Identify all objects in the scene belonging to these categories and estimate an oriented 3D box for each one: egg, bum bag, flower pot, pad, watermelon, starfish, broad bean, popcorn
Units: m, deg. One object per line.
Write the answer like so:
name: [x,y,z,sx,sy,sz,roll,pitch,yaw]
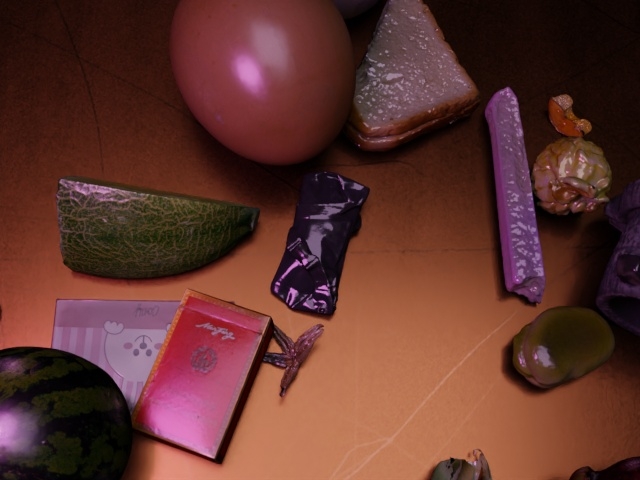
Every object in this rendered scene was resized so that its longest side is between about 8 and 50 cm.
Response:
egg: [-0.094,-0.301,1.461,0.301,0.301,0.374,-25,64,-12]
bum bag: [0.000,0.000,1.486,0.123,0.060,0.248,15,70,1]
flower pot: [0.590,0.011,1.416,0.299,0.299,0.283,26,79,6]
pad: [-0.292,0.192,1.425,0.299,0.005,0.202,2,69,-3]
watermelon: [-0.419,0.292,1.241,0.285,0.285,0.285,1,70,-3]
starfish: [-0.053,0.197,1.421,0.133,0.041,0.130,-7,62,23]
broad bean: [0.397,0.175,1.442,0.174,0.082,0.124,-27,74,-23]
popcorn: [0.435,-0.112,1.519,0.141,0.162,0.136,-1,102,33]

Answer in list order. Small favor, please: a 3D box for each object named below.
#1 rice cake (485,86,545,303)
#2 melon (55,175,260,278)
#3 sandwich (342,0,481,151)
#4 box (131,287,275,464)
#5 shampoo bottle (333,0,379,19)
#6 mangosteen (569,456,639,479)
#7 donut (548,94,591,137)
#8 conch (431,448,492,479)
rice cake: [0.339,-0.086,1.536,0.064,0.070,0.399,-3,69,0]
melon: [-0.260,-0.026,1.437,0.323,0.196,0.124,2,42,-7]
sandwich: [0.126,-0.313,1.590,0.254,0.100,0.289,-21,73,-12]
box: [-0.185,0.212,1.380,0.153,0.074,0.240,16,71,13]
shampoo bottle: [0.021,-0.558,1.584,0.272,0.266,0.273,2,67,-6]
mangosteen: [0.476,0.423,1.296,0.209,0.210,0.210,1,70,-3]
donut: [0.462,-0.227,1.600,0.038,0.067,0.083,-27,39,-30]
conch: [0.205,0.436,1.295,0.143,0.137,0.251,-4,70,-4]
